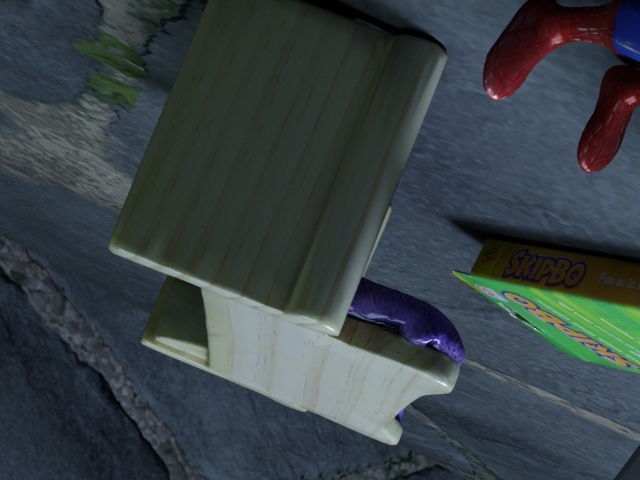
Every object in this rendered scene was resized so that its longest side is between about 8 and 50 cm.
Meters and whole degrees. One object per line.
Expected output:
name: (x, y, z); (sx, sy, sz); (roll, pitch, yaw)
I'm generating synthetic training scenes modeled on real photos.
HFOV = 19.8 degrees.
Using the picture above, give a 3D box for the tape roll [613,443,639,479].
tape roll: (0.252, 0.129, 0.761); (0.246, 0.169, 0.246); (32, -167, -9)

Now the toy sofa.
toy sofa: (0.000, 0.000, 1.013); (0.177, 0.150, 0.362); (21, 169, 2)

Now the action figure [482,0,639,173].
action figure: (0.157, -0.018, 0.626); (0.091, 0.139, 0.280); (32, 165, -30)

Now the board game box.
board game box: (0.200, 0.051, 1.084); (0.124, 0.039, 0.259); (35, 163, -34)
